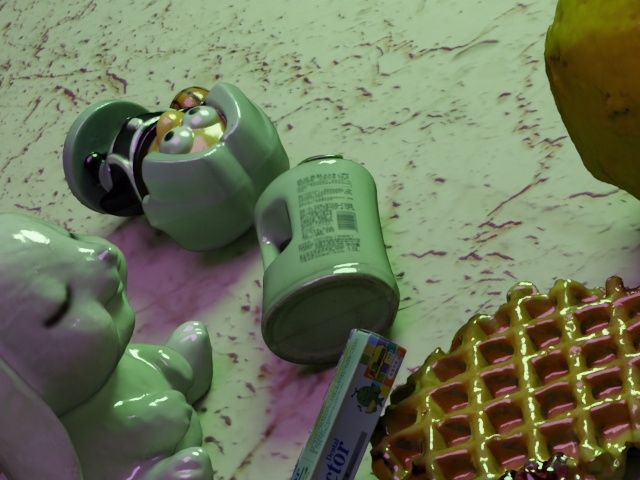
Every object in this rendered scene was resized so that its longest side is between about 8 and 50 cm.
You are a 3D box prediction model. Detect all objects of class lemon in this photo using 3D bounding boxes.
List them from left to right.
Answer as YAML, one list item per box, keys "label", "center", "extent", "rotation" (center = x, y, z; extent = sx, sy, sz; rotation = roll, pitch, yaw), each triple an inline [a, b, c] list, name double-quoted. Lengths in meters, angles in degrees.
- label: "lemon"
  center: [0.306, -0.139, 1.321]
  extent: [0.260, 0.260, 0.284]
  rotation: [-38, 32, -10]

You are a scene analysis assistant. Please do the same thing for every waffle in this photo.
- label: "waffle"
  center: [0.156, 0.115, 1.283]
  extent: [0.243, 0.059, 0.238]
  rotation: [9, 47, 48]

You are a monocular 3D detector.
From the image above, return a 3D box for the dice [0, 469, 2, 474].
- label: "dice"
  center: [-0.370, 0.163, 1.555]
  extent: [0.174, 0.179, 0.175]
  rotation: [-15, 34, 26]

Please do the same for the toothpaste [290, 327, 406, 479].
- label: "toothpaste"
  center: [0.013, 0.144, 1.311]
  extent: [0.164, 0.034, 0.046]
  rotation: [-67, 14, -5]

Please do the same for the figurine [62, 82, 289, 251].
- label: "figurine"
  center: [-0.129, -0.079, 1.720]
  extent: [0.176, 0.133, 0.236]
  rotation: [-49, 32, -21]

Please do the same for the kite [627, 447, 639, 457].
- label: "kite"
  center: [0.331, 0.101, 1.187]
  extent: [0.204, 0.022, 0.360]
  rotation: [-47, 34, -21]

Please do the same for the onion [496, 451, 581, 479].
- label: "onion"
  center: [0.123, 0.258, 1.055]
  extent: [0.227, 0.120, 0.284]
  rotation: [-9, 42, 35]

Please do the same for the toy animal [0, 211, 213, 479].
- label: "toy animal"
  center: [-0.215, 0.101, 1.426]
  extent: [0.206, 0.265, 0.272]
  rotation: [-25, 35, 15]

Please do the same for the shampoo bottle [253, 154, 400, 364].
- label: "shampoo bottle"
  center: [0.000, 0.000, 1.541]
  extent: [0.118, 0.087, 0.234]
  rotation: [-25, 33, 11]
